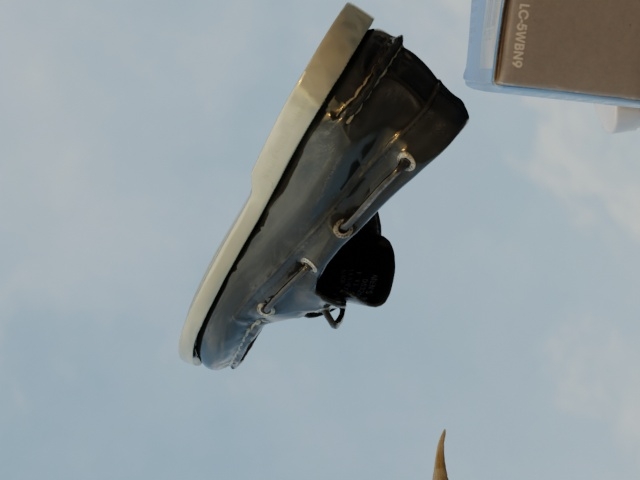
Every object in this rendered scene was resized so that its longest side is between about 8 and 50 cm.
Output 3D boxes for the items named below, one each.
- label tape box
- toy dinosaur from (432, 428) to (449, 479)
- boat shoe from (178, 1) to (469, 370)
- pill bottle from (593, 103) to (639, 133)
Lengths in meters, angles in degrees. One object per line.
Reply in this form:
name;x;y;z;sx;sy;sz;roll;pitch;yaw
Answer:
label tape box;0.265;-0.123;0.972;0.334;0.240;0.106;7;-84;0
toy dinosaur;0.086;0.219;1.225;0.053;0.093;0.183;57;-172;-16
boat shoe;0.002;-0.003;1.028;0.113;0.340;0.127;28;-136;0
pill bottle;0.360;-0.153;1.327;0.264;0.146;0.146;-9;-117;-2
